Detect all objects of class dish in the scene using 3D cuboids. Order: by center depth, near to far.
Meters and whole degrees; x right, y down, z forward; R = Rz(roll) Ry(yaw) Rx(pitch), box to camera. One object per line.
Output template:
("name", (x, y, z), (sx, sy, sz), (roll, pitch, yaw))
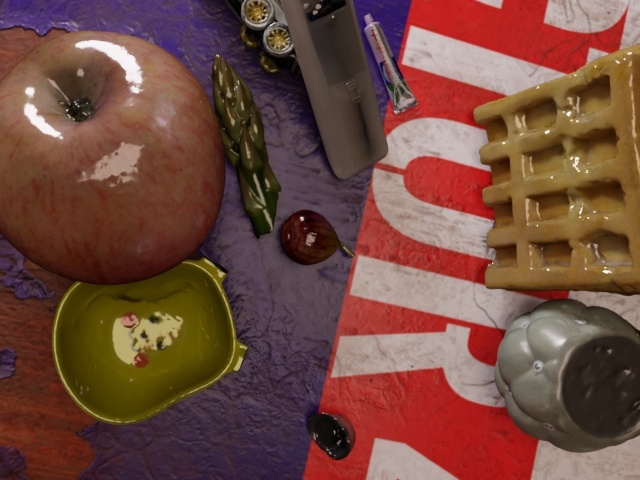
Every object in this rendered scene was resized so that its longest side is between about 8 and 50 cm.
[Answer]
("dish", (-0.249, 0.137, 0.864), (0.262, 0.108, 0.221), (-17, 92, -9))

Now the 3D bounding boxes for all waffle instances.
("waffle", (0.374, -0.088, 0.878), (0.077, 0.304, 0.348), (-3, 87, -30))

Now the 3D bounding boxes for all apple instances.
("apple", (-0.277, -0.116, 0.747), (0.345, 0.269, 0.345), (9, 57, -15))

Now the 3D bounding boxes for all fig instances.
("fig", (0.000, 0.000, 0.932), (0.125, 0.089, 0.089), (12, 87, -35))

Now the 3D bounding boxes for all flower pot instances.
("flower pot", (0.404, 0.214, 0.932), (0.246, 0.195, 0.246), (0, 88, -10))

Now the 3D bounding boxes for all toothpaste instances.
("toothpaste", (0.112, -0.298, 0.974), (0.045, 0.028, 0.170), (-25, 97, -3))

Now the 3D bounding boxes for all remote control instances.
("remote control", (0.036, -0.241, 0.875), (0.109, 0.055, 0.313), (-31, 127, -17))

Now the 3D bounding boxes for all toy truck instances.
("toy truck", (-0.082, -0.395, 0.892), (0.157, 0.124, 0.272), (-39, 96, -8))

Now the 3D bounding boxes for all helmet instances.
("helmet", (0.024, 0.309, 0.938), (0.084, 0.049, 0.065), (45, 118, 18))

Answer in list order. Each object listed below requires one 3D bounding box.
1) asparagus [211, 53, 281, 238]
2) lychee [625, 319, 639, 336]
("asparagus", (-0.116, -0.149, 0.909), (0.080, 0.080, 0.287), (-20, 101, -9))
("lychee", (0.574, 0.234, 1.007), (0.101, 0.114, 0.140), (-40, 121, -25))
